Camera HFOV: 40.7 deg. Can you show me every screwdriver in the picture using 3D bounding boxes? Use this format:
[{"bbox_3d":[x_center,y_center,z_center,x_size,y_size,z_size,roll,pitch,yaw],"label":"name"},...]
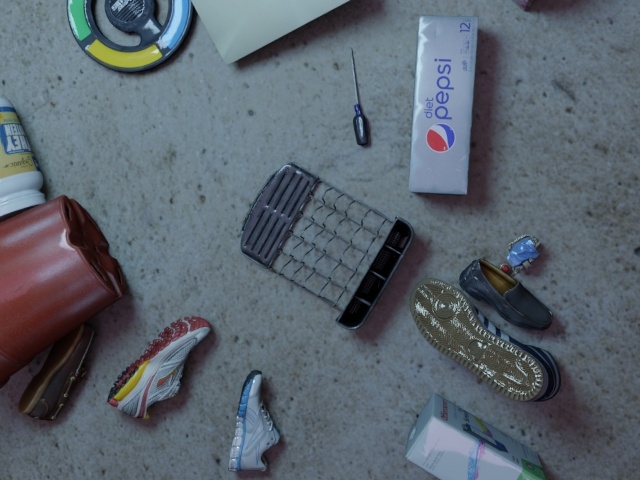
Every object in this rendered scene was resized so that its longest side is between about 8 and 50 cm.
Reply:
[{"bbox_3d":[0.059,-0.245,1.472,0.025,0.024,0.170,-14,85,37],"label":"screwdriver"}]

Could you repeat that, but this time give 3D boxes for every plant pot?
[{"bbox_3d":[-0.495,0.071,1.461,0.265,0.272,0.272,-29,90,0],"label":"plant pot"}]

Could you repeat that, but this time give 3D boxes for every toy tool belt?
[{"bbox_3d":[0.332,0.027,1.434,0.083,0.051,0.052,-42,88,9],"label":"toy tool belt"}]

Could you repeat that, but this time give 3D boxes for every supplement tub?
[{"bbox_3d":[-0.573,-0.134,1.501,0.144,0.144,0.200,-22,91,9],"label":"supplement tub"}]

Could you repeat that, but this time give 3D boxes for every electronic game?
[{"bbox_3d":[-0.331,-0.408,1.497,0.229,0.048,0.229,1,94,8],"label":"electronic game"}]

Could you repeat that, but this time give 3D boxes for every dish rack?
[{"bbox_3d":[0.000,0.000,1.468,0.271,0.074,0.208,30,97,5],"label":"dish rack"}]

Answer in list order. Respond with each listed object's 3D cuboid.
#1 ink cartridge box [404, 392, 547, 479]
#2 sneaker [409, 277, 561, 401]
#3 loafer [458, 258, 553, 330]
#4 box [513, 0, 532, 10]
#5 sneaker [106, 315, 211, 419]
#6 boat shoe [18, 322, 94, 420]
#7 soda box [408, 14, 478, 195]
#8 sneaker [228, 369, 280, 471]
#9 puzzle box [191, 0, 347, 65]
[{"bbox_3d":[0.253,0.356,1.416,0.212,0.154,0.093,29,97,5],"label":"ink cartridge box"},{"bbox_3d":[0.278,0.172,1.440,0.282,0.153,0.099,41,102,34],"label":"sneaker"},{"bbox_3d":[0.313,0.090,1.426,0.170,0.061,0.062,29,53,3],"label":"loafer"},{"bbox_3d":[0.274,-0.528,1.357,0.154,0.142,0.300,-44,87,9],"label":"box"},{"bbox_3d":[-0.272,0.224,1.526,0.093,0.088,0.225,42,99,-17],"label":"sneaker"},{"bbox_3d":[-0.463,0.235,1.556,0.073,0.073,0.207,29,103,-33],"label":"boat shoe"},{"bbox_3d":[0.200,-0.219,1.415,0.098,0.091,0.286,3,95,6],"label":"soda box"},{"bbox_3d":[-0.108,0.319,1.514,0.083,0.071,0.191,9,104,1],"label":"sneaker"},{"bbox_3d":[-0.133,-0.523,1.378,0.272,0.052,0.409,-21,105,26],"label":"puzzle box"}]
